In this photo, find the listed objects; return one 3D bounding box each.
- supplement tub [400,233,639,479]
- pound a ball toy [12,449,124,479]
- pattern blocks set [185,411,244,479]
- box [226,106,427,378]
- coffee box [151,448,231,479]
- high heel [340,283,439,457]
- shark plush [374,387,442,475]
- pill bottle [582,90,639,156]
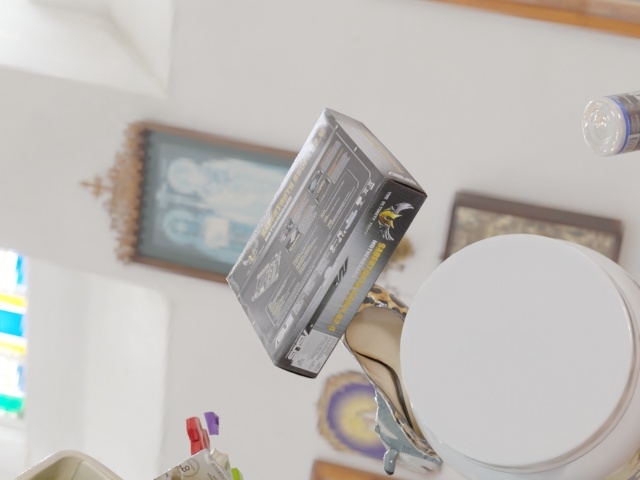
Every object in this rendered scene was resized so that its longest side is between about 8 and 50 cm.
[{"bbox_3d":[0.216,0.132,1.213,0.325,0.235,0.235,37,-117,-63],"label":"supplement tub"},{"bbox_3d":[-0.255,0.399,1.303,0.319,0.208,0.136,-64,-16,22],"label":"pound a ball toy"},{"bbox_3d":[-0.165,0.453,2.183,0.285,0.026,0.325,27,-129,-80],"label":"pattern blocks set"},{"bbox_3d":[0.000,0.000,1.341,0.231,0.056,0.183,-59,30,15],"label":"box"},{"bbox_3d":[-0.248,0.467,1.906,0.297,0.168,0.119,-28,-33,-24],"label":"coffee box"},{"bbox_3d":[0.080,0.136,1.520,0.093,0.261,0.186,-39,0,8],"label":"high heel"},{"bbox_3d":[0.118,0.258,1.816,0.067,0.073,0.161,-43,53,36],"label":"shark plush"},{"bbox_3d":[0.415,-0.155,1.658,0.078,0.137,0.078,35,130,55],"label":"pill bottle"}]
